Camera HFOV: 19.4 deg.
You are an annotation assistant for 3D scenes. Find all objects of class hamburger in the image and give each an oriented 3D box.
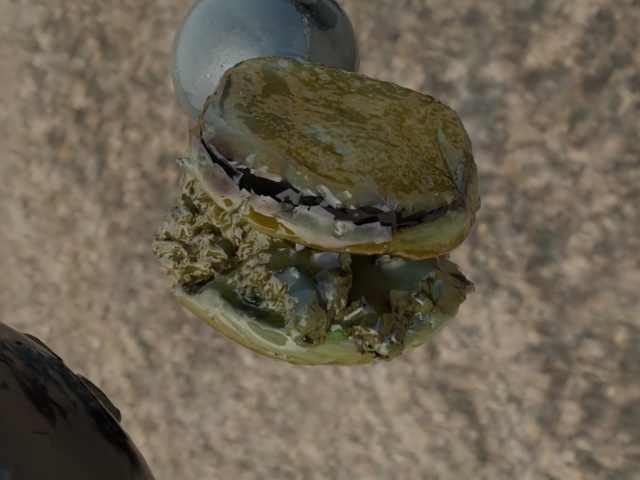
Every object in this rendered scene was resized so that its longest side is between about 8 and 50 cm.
[{"bbox_3d":[0.000,0.000,0.912,0.185,0.159,0.131,-73,0,-62],"label":"hamburger"}]

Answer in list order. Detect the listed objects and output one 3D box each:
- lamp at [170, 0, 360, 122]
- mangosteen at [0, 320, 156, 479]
[{"bbox_3d":[-0.030,-0.099,1.040,0.105,0.105,0.105,-17,64,38],"label":"lamp"},{"bbox_3d":[-0.163,0.141,0.708,0.243,0.243,0.243,-17,64,38],"label":"mangosteen"}]
